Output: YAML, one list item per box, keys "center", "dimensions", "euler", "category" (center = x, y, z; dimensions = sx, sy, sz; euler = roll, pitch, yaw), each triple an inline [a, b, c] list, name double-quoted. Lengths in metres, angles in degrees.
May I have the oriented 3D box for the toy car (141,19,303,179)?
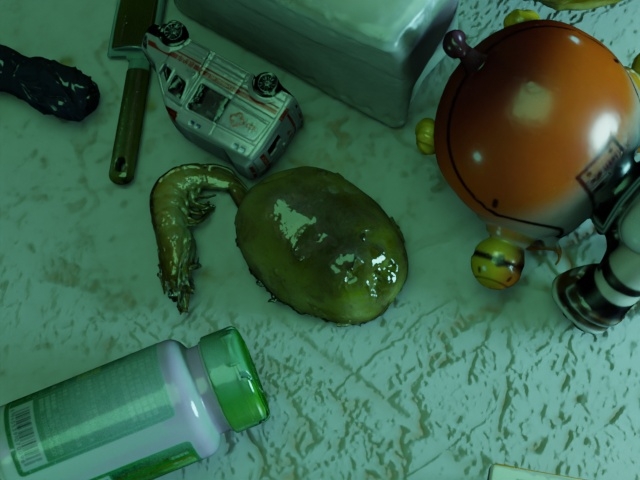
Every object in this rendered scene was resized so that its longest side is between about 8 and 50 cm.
- center: [-0.126, -0.159, 1.573]
  dimensions: [0.209, 0.089, 0.108]
  euler: [31, 82, 13]
  category: "toy car"

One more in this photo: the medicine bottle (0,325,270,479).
- center: [-0.194, 0.186, 1.443]
  dimensions: [0.274, 0.133, 0.133]
  euler: [-22, 70, 2]
  category: "medicine bottle"

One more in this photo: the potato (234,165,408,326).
- center: [0.000, 0.000, 1.496]
  dimensions: [0.200, 0.081, 0.164]
  euler: [35, 76, 14]
  category: "potato"

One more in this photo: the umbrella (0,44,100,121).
- center: [-0.373, -0.205, 1.635]
  dimensions: [0.248, 0.071, 0.071]
  euler: [24, 77, 17]
  category: "umbrella"

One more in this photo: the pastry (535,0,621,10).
- center: [0.306, -0.437, 1.450]
  dimensions: [0.409, 0.409, 0.245]
  euler: [-30, 55, -2]
  category: "pastry"

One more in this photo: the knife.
- center: [-0.222, -0.229, 1.641]
  dimensions: [0.061, 0.027, 0.343]
  euler: [3, 72, 14]
  category: "knife"

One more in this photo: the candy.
- center: [-0.023, -0.288, 1.537]
  dimensions: [0.358, 0.208, 0.145]
  euler: [30, 77, 17]
  category: "candy"

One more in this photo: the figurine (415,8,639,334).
- center: [0.253, -0.094, 1.439]
  dimensions: [0.323, 0.196, 0.320]
  euler: [38, 87, 7]
  category: "figurine"

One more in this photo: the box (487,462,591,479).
- center: [0.280, 0.346, 1.345]
  dimensions: [0.273, 0.091, 0.221]
  euler: [10, 74, 11]
  category: "box"

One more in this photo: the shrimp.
- center: [-0.126, -0.006, 1.553]
  dimensions: [0.124, 0.034, 0.178]
  euler: [-10, 66, -2]
  category: "shrimp"
